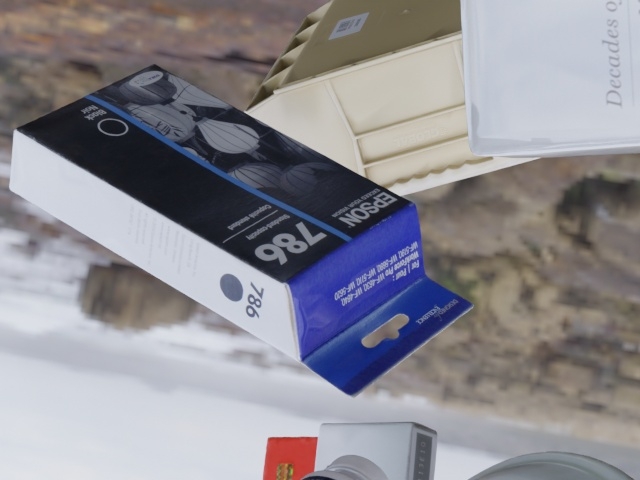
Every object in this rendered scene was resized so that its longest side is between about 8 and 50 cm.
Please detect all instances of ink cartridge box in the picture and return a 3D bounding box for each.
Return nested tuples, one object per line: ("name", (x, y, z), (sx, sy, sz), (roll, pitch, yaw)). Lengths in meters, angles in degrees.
("ink cartridge box", (0.005, 0.336, 1.835), (0.239, 0.275, 0.060), (-6, 160, 36))
("ink cartridge box", (-0.056, -0.018, 1.263), (0.333, 0.065, 0.165), (30, -142, 23))

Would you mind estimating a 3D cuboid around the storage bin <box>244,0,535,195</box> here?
("storage bin", (0.095, -0.151, 1.500), (0.260, 0.123, 0.262), (-15, -158, 20))

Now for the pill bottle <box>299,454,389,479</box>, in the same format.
("pill bottle", (-0.001, 0.267, 1.541), (0.094, 0.094, 0.169), (8, -150, 28))

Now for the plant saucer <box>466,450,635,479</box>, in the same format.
("plant saucer", (0.100, 0.332, 1.248), (0.100, 0.400, 0.400), (27, 168, -28))

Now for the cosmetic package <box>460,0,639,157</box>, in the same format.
("cosmetic package", (0.349, -0.234, 1.234), (0.394, 0.327, 0.329), (-2, -177, 39))
